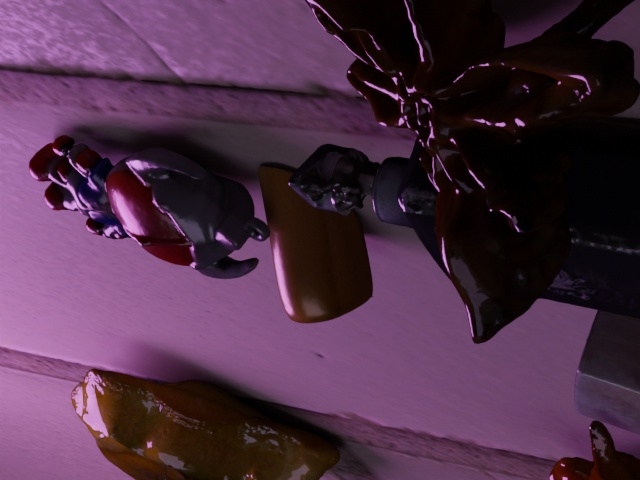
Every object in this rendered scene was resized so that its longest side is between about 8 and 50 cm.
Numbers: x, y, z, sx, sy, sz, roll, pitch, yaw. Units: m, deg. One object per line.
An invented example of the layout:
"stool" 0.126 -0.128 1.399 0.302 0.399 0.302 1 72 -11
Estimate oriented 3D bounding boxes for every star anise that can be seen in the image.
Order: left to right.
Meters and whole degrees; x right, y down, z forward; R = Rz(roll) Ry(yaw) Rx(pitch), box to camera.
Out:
"star anise" 0.069 -0.062 0.811 0.212 0.111 0.196 31 135 43

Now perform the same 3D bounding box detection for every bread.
"bread" -0.111 0.180 1.599 0.233 0.088 0.161 23 154 -6
"bread" 0.000 -0.002 1.126 0.062 0.103 0.049 -14 -171 -28

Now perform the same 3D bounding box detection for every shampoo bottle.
"shampoo bottle" 0.132 -0.010 0.934 0.309 0.071 0.098 13 163 29

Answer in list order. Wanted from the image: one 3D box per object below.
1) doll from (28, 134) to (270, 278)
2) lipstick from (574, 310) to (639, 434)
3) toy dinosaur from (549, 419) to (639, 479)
"doll" -0.107 -0.023 1.161 0.194 0.062 0.104 14 123 38
"lipstick" 0.328 0.111 1.000 0.371 0.080 0.076 19 159 14
"toy dinosaur" 0.207 0.198 1.247 0.208 0.097 0.432 8 166 42
